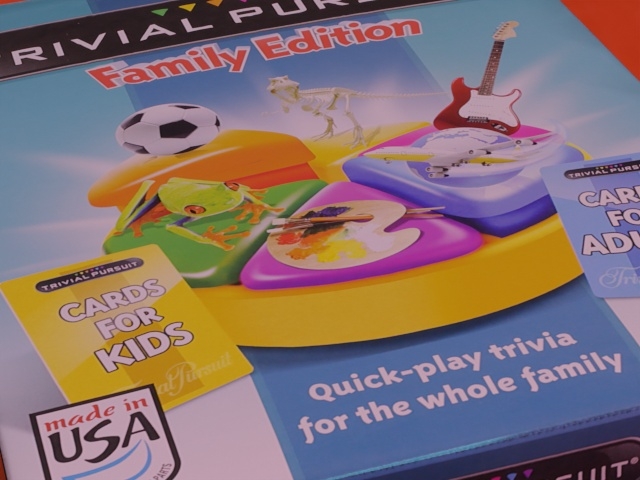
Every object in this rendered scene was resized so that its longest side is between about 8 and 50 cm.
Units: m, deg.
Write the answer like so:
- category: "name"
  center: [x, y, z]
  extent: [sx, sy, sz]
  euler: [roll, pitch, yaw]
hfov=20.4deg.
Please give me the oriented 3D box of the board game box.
- category: "board game box"
  center: [0.000, 0.000, 0.630]
  extent: [0.254, 0.079, 0.336]
  euler: [-12, 34, -12]
